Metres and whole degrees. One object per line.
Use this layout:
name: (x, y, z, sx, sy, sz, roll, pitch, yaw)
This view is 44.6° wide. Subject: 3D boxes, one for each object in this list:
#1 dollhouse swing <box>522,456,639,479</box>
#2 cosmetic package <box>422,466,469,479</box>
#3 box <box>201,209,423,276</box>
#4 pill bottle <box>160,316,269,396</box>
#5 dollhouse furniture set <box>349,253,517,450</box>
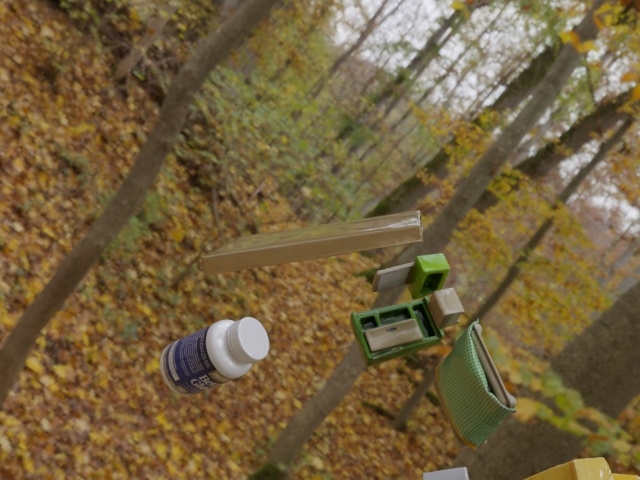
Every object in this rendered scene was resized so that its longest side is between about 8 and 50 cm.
dollhouse swing: (0.428, 0.582, 1.424, 0.305, 0.347, 0.315, 31, 40, -28)
cosmetic package: (0.219, 0.470, 1.252, 0.231, 0.085, 0.117, -63, 142, -78)
box: (0.000, 0.000, 0.766, 0.164, 0.201, 0.021, -43, 125, -80)
pill bottle: (-0.166, 0.181, 1.235, 0.094, 0.169, 0.094, 35, 42, -38)
dollhouse furniture set: (0.177, 0.203, 1.313, 0.197, 0.151, 0.301, 99, -25, -55)
